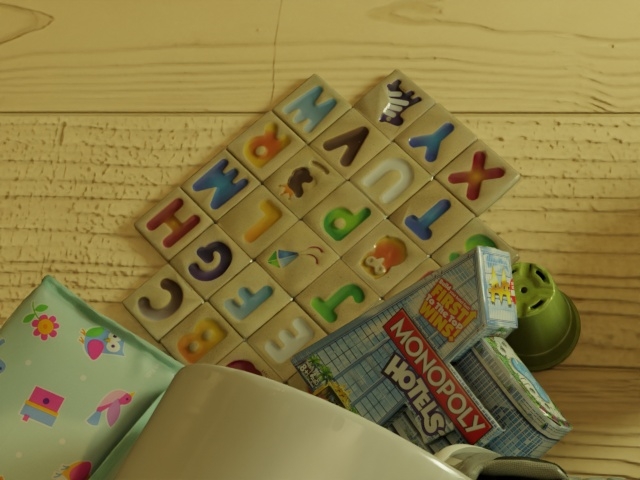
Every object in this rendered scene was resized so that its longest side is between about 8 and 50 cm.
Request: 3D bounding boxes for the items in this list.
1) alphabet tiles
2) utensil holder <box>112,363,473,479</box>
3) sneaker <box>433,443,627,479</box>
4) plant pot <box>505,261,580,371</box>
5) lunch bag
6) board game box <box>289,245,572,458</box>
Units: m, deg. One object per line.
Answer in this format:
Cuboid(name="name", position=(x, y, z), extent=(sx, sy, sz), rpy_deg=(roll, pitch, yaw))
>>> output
Cuboid(name="alphabet tiles", position=(0.000, 0.000, 1.526), extent=(0.342, 0.011, 0.285), rpy_deg=(-41, 62, -9))
Cuboid(name="utensil holder", position=(-0.056, 0.327, 1.184), extent=(0.327, 0.327, 0.385), rpy_deg=(21, 70, 22))
Cuboid(name="sneaker", position=(0.196, 0.212, 1.261), extent=(0.229, 0.132, 0.086), rpy_deg=(14, 81, -10))
Cuboid(name="plant pot", position=(0.175, 0.057, 1.416), extent=(0.083, 0.079, 0.083), rpy_deg=(-5, 61, 10))
Cuboid(name="lunch bag", position=(-0.184, 0.194, 1.386), extent=(0.262, 0.160, 0.223), rpy_deg=(33, 69, 13))
Cuboid(name="board game box", position=(0.103, 0.108, 1.365), extent=(0.194, 0.060, 0.194), rpy_deg=(-46, 64, 20))
